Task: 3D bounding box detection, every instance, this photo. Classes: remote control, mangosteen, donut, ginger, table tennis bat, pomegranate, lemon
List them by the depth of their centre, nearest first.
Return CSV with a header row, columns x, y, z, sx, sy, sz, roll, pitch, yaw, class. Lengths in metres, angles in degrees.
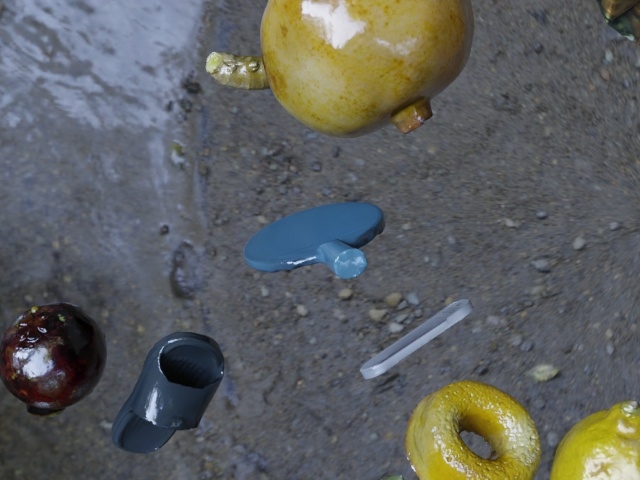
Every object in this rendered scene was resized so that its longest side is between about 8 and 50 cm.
x,y,z,sx,sy,sz,roll,pitch,yaw,class
0.387,0.318,1.195,0.188,0.188,0.257,7,119,20,lemon
0.000,0.000,1.339,0.215,0.329,0.044,-19,106,-10,table tennis bat
-0.397,0.185,1.399,0.172,0.172,0.184,15,123,20,mangosteen
0.177,0.179,1.705,0.245,0.077,0.022,-32,95,-13,remote control
0.093,-0.376,1.746,0.416,0.416,0.417,1,91,21,pomegranate
0.315,0.399,1.859,0.277,0.277,0.108,45,145,14,donut
-0.144,-0.368,2.050,0.115,0.205,0.081,45,128,55,ginger

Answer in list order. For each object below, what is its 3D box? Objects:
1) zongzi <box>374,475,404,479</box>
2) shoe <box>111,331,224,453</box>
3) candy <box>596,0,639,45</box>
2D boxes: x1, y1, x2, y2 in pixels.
x,y,z,sx,sy,sz,roll,pitch,yaw,class
0.131,0.538,1.936,0.119,0.055,0.109,-13,124,19,zongzi
-0.204,0.230,1.265,0.241,0.108,0.093,-55,35,30,shoe
0.332,-0.296,0.979,0.101,0.271,0.143,-25,72,1,candy
